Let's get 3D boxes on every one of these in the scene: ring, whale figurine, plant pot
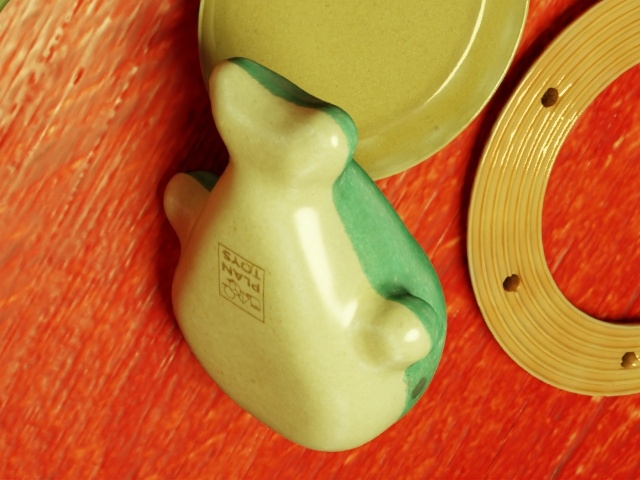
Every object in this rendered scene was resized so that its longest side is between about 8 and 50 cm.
[{"bbox_3d":[0.246,-0.042,1.424,0.337,0.032,0.336,-12,118,-23],"label":"ring"},{"bbox_3d":[0.000,0.000,1.208,0.141,0.216,0.272,-36,140,-31],"label":"whale figurine"},{"bbox_3d":[0.025,-0.150,1.247,0.236,0.032,0.236,-13,120,-24],"label":"plant pot"}]

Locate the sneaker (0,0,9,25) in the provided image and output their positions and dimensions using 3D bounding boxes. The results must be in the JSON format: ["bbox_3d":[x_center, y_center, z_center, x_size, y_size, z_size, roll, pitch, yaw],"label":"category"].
[{"bbox_3d":[-0.239,-0.127,1.079,0.410,0.158,0.182,-38,157,-10],"label":"sneaker"}]
